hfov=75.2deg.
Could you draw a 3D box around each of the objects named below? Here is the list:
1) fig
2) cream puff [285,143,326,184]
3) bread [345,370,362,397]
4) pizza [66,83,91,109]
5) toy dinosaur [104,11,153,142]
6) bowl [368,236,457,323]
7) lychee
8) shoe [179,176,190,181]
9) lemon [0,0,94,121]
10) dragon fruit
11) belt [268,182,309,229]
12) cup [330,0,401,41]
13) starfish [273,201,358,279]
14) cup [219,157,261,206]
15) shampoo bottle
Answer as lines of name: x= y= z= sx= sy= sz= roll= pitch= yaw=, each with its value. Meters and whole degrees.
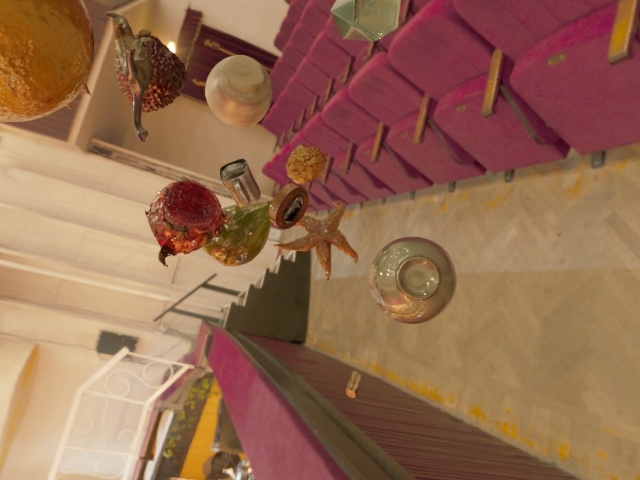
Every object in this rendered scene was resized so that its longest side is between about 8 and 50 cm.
fig: x=-0.289 y=-0.024 z=1.538 sx=0.314 sy=0.233 sz=0.233 roll=-12 pitch=55 yaw=27
cream puff: x=-0.066 y=-0.329 z=1.742 sx=0.189 sy=0.129 sz=0.189 roll=-22 pitch=35 yaw=16
bread: x=0.121 y=0.549 z=1.555 sx=0.062 sy=0.043 sz=0.109 roll=-20 pitch=-55 yaw=-71
pizza: x=-0.752 y=-0.465 z=1.142 sx=0.262 sy=0.181 sz=0.034 roll=79 pitch=166 yaw=-58
toy dinosaur: x=-0.408 y=-0.360 z=0.888 sx=0.248 sy=0.075 sz=0.188 roll=54 pitch=137 yaw=24
bowl: x=0.296 y=0.122 z=1.305 sx=0.146 sy=0.289 sz=0.289 roll=49 pitch=-124 yaw=-81
lychee: x=-0.628 y=-0.597 z=1.520 sx=0.271 sy=0.271 sz=0.271 roll=-163 pitch=90 yaw=-72
shoe: x=-0.447 y=-0.134 z=1.421 sx=0.128 sy=0.140 sz=0.262 roll=-60 pitch=26 yaw=-8
lemon: x=-0.494 y=-0.321 z=0.626 sx=0.293 sy=0.293 sz=0.293 roll=-163 pitch=90 yaw=-72
dragon fruit: x=-0.368 y=-0.065 z=1.169 sx=0.147 sy=0.211 sz=0.282 roll=-34 pitch=34 yaw=37
belt: x=-0.054 y=-0.060 z=0.746 sx=0.083 sy=0.059 sz=0.036 roll=-57 pitch=40 yaw=2
cup: x=0.110 y=-0.537 z=0.967 sx=0.134 sy=0.148 sz=0.236 roll=-30 pitch=25 yaw=10
starfish: x=-0.001 y=-0.002 z=1.494 sx=0.302 sy=0.299 sz=0.060 roll=52 pitch=172 yaw=27
cup: x=-0.254 y=-0.176 z=1.335 sx=0.129 sy=0.095 sz=0.128 roll=65 pitch=-176 yaw=-47
shampoo bottle: x=-0.395 y=-0.728 z=2.037 sx=0.317 sy=0.322 sz=0.322 roll=-4 pitch=70 yaw=68
